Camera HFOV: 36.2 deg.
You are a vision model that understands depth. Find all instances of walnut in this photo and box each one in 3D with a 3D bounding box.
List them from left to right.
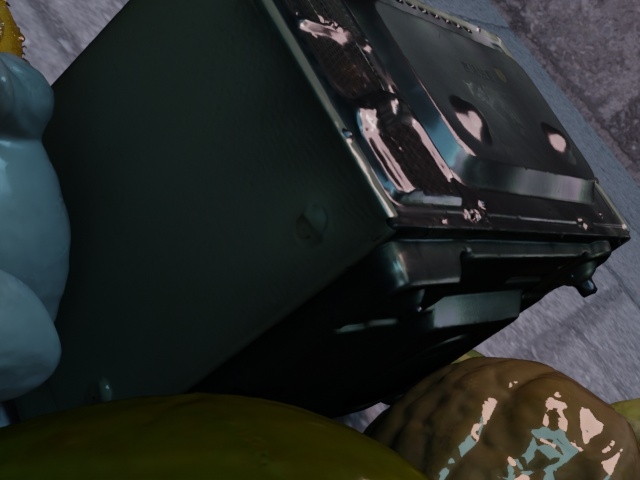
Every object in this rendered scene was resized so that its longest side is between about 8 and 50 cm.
[{"bbox_3d":[0.112,0.201,0.656,0.225,0.225,0.261,48,53,0],"label":"walnut"}]

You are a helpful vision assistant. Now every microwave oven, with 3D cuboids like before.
[{"bbox_3d":[0.000,0.000,0.720,0.394,0.333,0.247,0,58,-55],"label":"microwave oven"}]

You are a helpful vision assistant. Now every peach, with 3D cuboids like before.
[{"bbox_3d":[-0.287,-0.167,0.803,0.098,0.061,0.098,60,15,-29],"label":"peach"}]

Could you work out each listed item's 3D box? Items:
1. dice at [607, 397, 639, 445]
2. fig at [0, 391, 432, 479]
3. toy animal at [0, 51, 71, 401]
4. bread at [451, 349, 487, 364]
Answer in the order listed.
[{"bbox_3d":[0.267,0.285,0.819,0.238,0.233,0.226,28,32,-40],"label":"dice"},{"bbox_3d":[-0.083,0.202,0.399,0.316,0.316,0.316,35,30,-24],"label":"fig"},{"bbox_3d":[-0.270,-0.016,0.483,0.271,0.206,0.265,56,25,11],"label":"toy animal"},{"bbox_3d":[0.091,0.096,0.978,0.139,0.084,0.074,55,29,15],"label":"bread"}]
